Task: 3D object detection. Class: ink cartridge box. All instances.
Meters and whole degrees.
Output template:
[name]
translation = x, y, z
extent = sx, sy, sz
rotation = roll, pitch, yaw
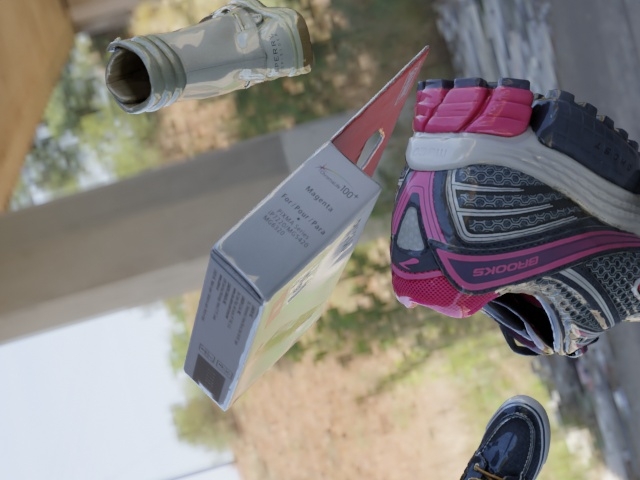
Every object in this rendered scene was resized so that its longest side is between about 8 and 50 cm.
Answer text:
[ink cartridge box]
translation = 0.000, 0.000, 1.129
extent = 0.060, 0.239, 0.275
rotation = 43, 157, 9

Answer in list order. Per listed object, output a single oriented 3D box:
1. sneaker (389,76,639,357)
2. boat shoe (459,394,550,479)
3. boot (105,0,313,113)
[sneaker]
translation = 0.143, 0.015, 0.751
extent = 0.121, 0.299, 0.112
rotation = 5, 77, 51
[boat shoe]
translation = 0.160, 0.237, 1.356
extent = 0.083, 0.065, 0.183
rotation = -25, -42, -61
[boot]
translation = -0.119, -0.166, 1.299
extent = 0.213, 0.165, 0.077
rotation = 20, 124, 63
